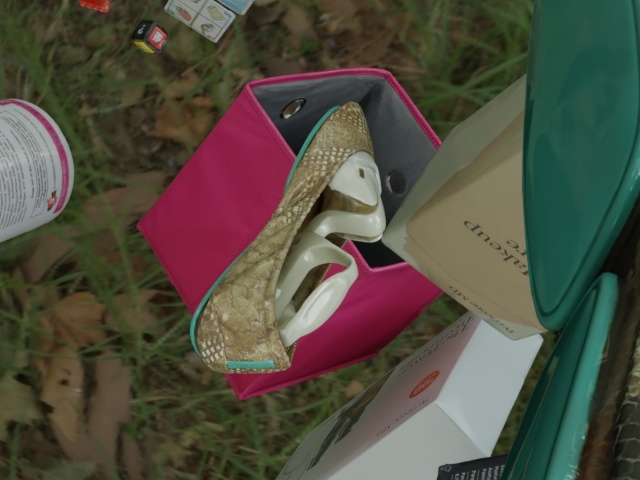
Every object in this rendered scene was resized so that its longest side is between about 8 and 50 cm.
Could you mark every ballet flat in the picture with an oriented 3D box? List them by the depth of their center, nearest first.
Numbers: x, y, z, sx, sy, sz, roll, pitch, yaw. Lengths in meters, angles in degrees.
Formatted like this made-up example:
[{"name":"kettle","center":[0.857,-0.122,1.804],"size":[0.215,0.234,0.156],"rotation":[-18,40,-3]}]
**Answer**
[{"name":"ballet flat","center":[0.157,0.032,0.501],"size":[0.182,0.164,0.483],"rotation":[18,45,-2]},{"name":"ballet flat","center":[0.000,0.000,0.753],"size":[0.206,0.067,0.073],"rotation":[-61,149,-30]}]

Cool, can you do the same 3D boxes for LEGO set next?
[{"name":"LEGO set","center":[-0.150,-0.193,0.930],"size":[0.182,0.244,0.060],"rotation":[32,76,-10]}]

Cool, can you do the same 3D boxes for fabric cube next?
[{"name":"fabric cube","center":[-0.003,-0.013,1.449],"size":[0.254,0.258,0.259],"rotation":[-14,64,-47]}]

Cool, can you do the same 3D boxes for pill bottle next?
[{"name":"pill bottle","center":[-0.422,-0.059,1.420],"size":[0.283,0.160,0.160],"rotation":[-31,99,-59]}]

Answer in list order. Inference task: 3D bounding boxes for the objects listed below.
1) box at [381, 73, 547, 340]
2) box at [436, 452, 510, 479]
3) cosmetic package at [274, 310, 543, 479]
[{"name":"box","center":[0.171,-0.035,0.864],"size":[0.148,0.311,0.121],"rotation":[36,71,-4]},{"name":"box","center":[0.302,0.337,1.100],"size":[0.343,0.312,0.179],"rotation":[55,31,-31]},{"name":"cosmetic package","center":[0.078,0.249,1.537],"size":[0.097,0.377,0.284],"rotation":[46,31,-4]}]
